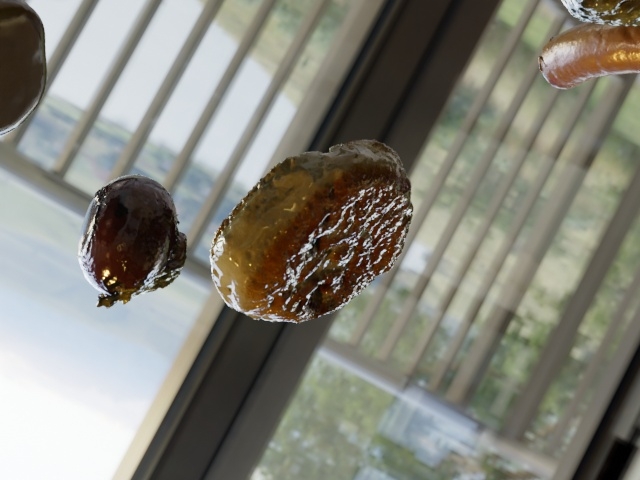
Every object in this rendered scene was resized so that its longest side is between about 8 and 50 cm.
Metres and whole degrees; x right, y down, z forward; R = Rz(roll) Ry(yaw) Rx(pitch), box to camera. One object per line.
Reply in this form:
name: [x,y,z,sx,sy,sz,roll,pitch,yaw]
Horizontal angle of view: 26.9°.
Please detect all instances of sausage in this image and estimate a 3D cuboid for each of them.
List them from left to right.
sausage: [0.472,-0.311,2.161,0.109,0.109,0.270,32,161,-31]

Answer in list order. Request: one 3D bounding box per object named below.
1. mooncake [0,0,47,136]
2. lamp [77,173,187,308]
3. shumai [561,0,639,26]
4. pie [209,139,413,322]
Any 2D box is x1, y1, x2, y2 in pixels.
mooncake: [-0.523,-0.261,2.007,0.117,0.235,0.235,37,179,27]
lamp: [-0.231,-0.003,1.677,0.135,0.157,0.156,16,-149,-20]
shumai: [0.478,-0.379,1.958,0.222,0.225,0.260,46,174,-24]
pie: [0.000,0.000,1.845,0.315,0.315,0.092,35,-165,-52]
